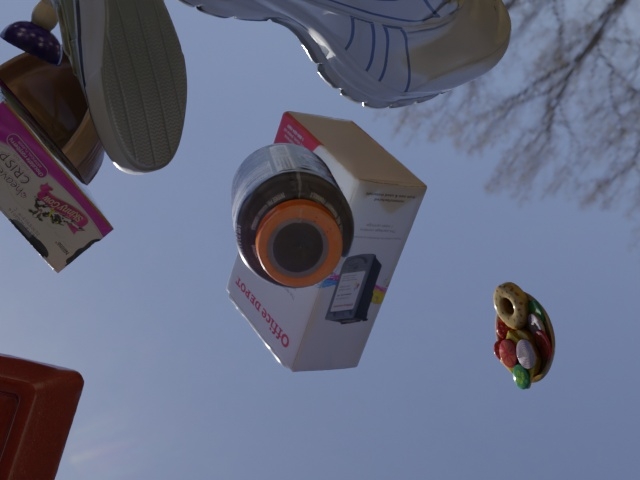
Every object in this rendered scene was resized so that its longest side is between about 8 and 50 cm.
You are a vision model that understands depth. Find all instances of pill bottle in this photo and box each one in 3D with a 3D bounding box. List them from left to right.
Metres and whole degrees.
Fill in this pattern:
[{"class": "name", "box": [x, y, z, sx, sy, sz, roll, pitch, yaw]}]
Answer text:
[{"class": "pill bottle", "box": [-0.033, -0.025, 1.198, 0.131, 0.130, 0.245, 25, -168, -13]}]

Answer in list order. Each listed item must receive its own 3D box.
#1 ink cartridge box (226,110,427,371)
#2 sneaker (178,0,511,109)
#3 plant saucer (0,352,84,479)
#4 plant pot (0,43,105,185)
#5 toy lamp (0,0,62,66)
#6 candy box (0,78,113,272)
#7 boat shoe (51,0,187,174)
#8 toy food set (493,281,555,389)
[{"class": "ink cartridge box", "box": [0.000, 0.000, 1.541, 0.131, 0.306, 0.226, 1, -150, -34]}, {"class": "sneaker", "box": [0.033, -0.154, 0.605, 0.297, 0.129, 0.110, 12, -110, -49]}, {"class": "plant saucer", "box": [-0.353, 0.195, 0.868, 0.259, 0.047, 0.259, 13, -112, 1]}, {"class": "plant pot", "box": [-0.351, -0.122, 1.353, 0.109, 0.237, 0.237, 54, -177, -48]}, {"class": "toy lamp", "box": [-0.255, -0.326, 1.148, 0.080, 0.274, 0.080, 27, -175, -2]}, {"class": "candy box", "box": [-0.296, -0.078, 1.063, 0.159, 0.071, 0.233, 54, 175, -26]}, {"class": "boat shoe", "box": [-0.210, -0.214, 1.078, 0.109, 0.094, 0.302, -12, -87, -44]}, {"class": "toy food set", "box": [0.172, 0.082, 0.921, 0.020, 0.083, 0.082, -8, -146, -26]}]
